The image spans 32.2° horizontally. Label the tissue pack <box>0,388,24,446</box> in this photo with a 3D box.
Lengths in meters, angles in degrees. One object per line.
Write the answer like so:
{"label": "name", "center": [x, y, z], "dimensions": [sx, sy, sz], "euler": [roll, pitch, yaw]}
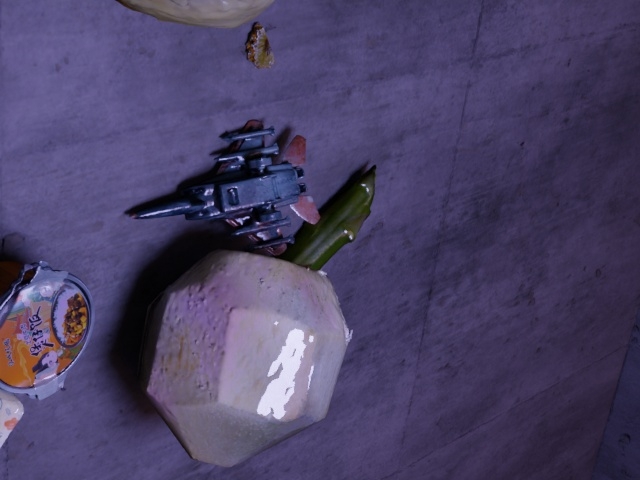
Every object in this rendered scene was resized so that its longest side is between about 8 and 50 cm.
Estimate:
{"label": "tissue pack", "center": [-0.513, 0.198, 1.472], "dimensions": [0.092, 0.148, 0.196], "euler": [-57, 142, 3]}

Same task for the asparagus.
{"label": "asparagus", "center": [0.001, 0.000, 1.979], "dimensions": [0.343, 0.082, 0.085], "euler": [-45, 104, -19]}

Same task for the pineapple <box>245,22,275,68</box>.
{"label": "pineapple", "center": [-0.095, -0.294, 1.723], "dimensions": [0.045, 0.019, 0.083], "euler": [-44, 143, -23]}

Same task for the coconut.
{"label": "coconut", "center": [-0.124, 0.191, 1.760], "dimensions": [0.352, 0.352, 0.352], "euler": [-27, 132, -35]}

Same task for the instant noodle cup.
{"label": "instant noodle cup", "center": [-0.420, 0.105, 1.530], "dimensions": [0.177, 0.125, 0.208], "euler": [-8, 116, -48]}

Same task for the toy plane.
{"label": "toy plane", "center": [-0.145, -0.069, 1.746], "dimensions": [0.326, 0.104, 0.223], "euler": [-15, 97, -38]}

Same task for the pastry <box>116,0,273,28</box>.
{"label": "pastry", "center": [-0.159, -0.442, 1.300], "dimensions": [0.312, 0.388, 0.388], "euler": [16, 106, -7]}
